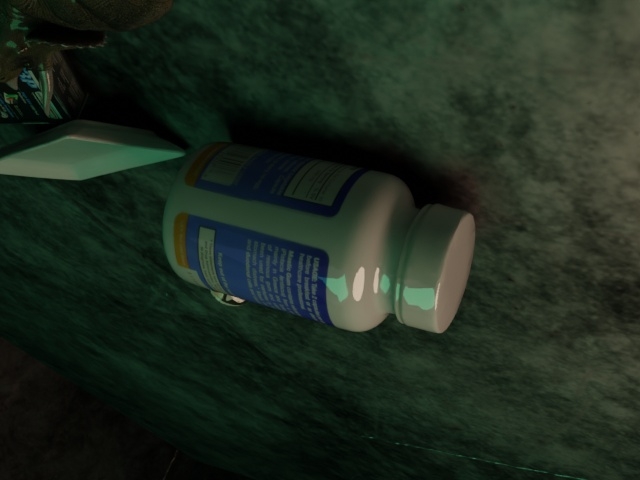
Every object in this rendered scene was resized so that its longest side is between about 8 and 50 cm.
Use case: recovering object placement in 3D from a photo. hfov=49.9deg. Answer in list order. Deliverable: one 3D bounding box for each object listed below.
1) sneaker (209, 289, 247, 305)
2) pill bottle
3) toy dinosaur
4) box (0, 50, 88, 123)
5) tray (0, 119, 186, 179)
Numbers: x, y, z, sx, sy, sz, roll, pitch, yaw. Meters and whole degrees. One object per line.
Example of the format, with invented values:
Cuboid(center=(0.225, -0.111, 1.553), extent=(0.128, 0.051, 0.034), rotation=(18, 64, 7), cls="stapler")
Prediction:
Cuboid(center=(-0.150, 0.061, 1.019), extent=(0.109, 0.040, 0.044), rotation=(35, 150, -18), cls="sneaker")
Cuboid(center=(0.000, 0.000, 0.659), extent=(0.272, 0.152, 0.152), rotation=(14, 151, 23), cls="pill bottle")
Cuboid(center=(-0.181, -0.211, 0.524), extent=(0.313, 0.121, 0.160), rotation=(-4, 152, 38), cls="toy dinosaur")
Cuboid(center=(-0.357, -0.203, 0.673), extent=(0.175, 0.051, 0.220), rotation=(1, 148, 10), cls="box")
Cuboid(center=(-0.292, -0.104, 0.811), extent=(0.270, 0.030, 0.145), rotation=(-4, 175, 45), cls="tray")
